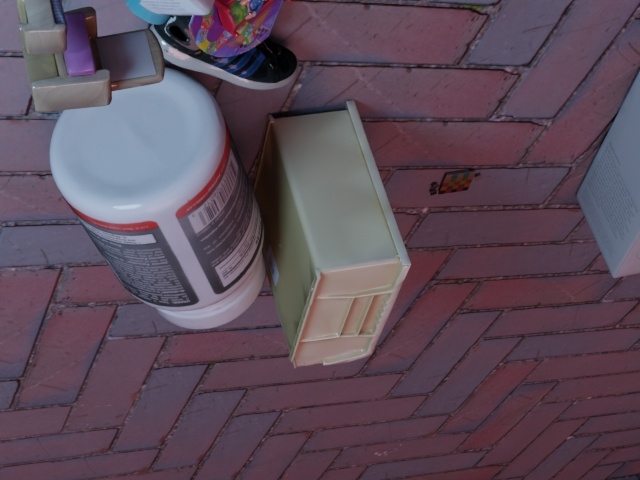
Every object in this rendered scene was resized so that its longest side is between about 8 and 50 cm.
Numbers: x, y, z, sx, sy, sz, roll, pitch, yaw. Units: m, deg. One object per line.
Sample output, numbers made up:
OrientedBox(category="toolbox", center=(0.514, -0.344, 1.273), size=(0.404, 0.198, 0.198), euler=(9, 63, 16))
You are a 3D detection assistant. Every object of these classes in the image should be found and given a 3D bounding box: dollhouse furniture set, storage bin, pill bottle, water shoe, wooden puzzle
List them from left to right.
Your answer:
OrientedBox(category="dollhouse furniture set", center=(-0.177, -0.313, 1.079), size=(0.198, 0.286, 0.303), euler=(-12, 161, -13))
OrientedBox(category="pill bottle", center=(-0.187, -0.037, 1.613), size=(0.210, 0.210, 0.363), euler=(-18, 151, -1))
OrientedBox(category="water shoe", center=(-0.096, -0.229, 1.482), size=(0.203, 0.073, 0.080), euler=(5, 139, -38))
OrientedBox(category="storage bin", center=(0.000, 0.000, 1.728), size=(0.123, 0.262, 0.260), euler=(-8, 149, -16))
OrientedBox(category="wooden puzzle", center=(0.207, -0.089, 1.955), size=(0.083, 0.006, 0.049), euler=(-8, 149, -17))

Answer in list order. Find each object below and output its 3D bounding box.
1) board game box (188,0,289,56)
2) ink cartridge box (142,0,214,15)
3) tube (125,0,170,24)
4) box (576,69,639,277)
OrientedBox(category="board game box", center=(-0.070, -0.267, 1.395), size=(0.133, 0.033, 0.169), euler=(-7, 128, -51))
OrientedBox(category="ink cartridge box", center=(-0.150, -0.388, 0.958), size=(0.071, 0.324, 0.330), euler=(5, 162, 32))
OrientedBox(category="tube", center=(-0.133, -0.317, 1.343), size=(0.080, 0.052, 0.207), euler=(-3, 143, -48))
OrientedBox(category="box", center=(0.559, -0.115, 1.951), size=(0.215, 0.168, 0.345), euler=(-10, 150, -15))
